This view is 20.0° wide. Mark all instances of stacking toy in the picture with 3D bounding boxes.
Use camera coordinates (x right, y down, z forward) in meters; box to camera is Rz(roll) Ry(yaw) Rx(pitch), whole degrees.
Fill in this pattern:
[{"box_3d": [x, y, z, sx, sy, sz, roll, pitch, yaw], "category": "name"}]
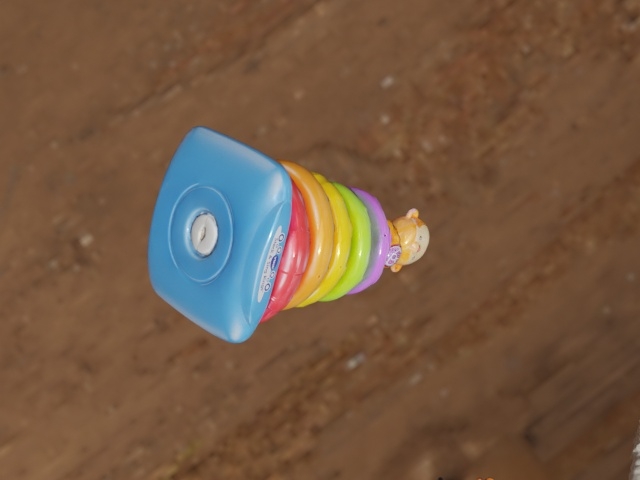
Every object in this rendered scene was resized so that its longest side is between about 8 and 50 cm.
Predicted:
[{"box_3d": [0.000, 0.000, 1.741, 0.301, 0.165, 0.175, 3, 108, -44], "category": "stacking toy"}]

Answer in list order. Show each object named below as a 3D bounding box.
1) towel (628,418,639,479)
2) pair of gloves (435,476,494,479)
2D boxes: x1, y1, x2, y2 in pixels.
[{"box_3d": [0.432, 0.249, 1.746, 0.049, 0.282, 0.187, 87, 21, -44], "category": "towel"}, {"box_3d": [0.153, 0.293, 2.002, 0.083, 0.074, 0.010, -2, 137, 16], "category": "pair of gloves"}]
